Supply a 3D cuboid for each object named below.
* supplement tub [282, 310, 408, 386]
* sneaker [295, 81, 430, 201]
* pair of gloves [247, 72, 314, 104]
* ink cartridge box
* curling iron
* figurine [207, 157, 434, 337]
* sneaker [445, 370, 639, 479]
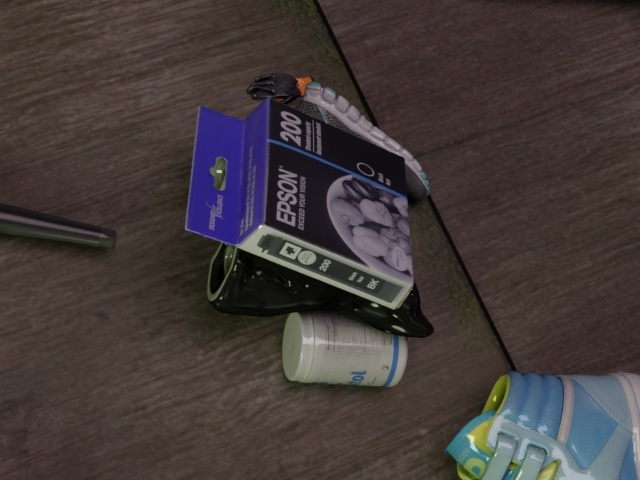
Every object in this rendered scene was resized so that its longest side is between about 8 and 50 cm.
[{"bbox_3d":[0.023,0.102,1.818,0.107,0.071,0.071,4,67,-17],"label":"supplement tub"},{"bbox_3d":[0.033,-0.084,1.915,0.166,0.065,0.076,38,88,-11],"label":"sneaker"},{"bbox_3d":[-0.033,-0.132,1.934,0.074,0.010,0.083,-8,70,-22],"label":"pair of gloves"},{"bbox_3d":[-0.017,-0.045,1.751,0.208,0.045,0.206,21,34,-15],"label":"ink cartridge box"},{"bbox_3d":[-0.325,-0.012,1.767,0.274,0.035,0.068,5,70,-16],"label":"curling iron"},{"bbox_3d":[0.000,0.000,1.820,0.209,0.092,0.215,15,36,-18],"label":"figurine"},{"bbox_3d":[0.219,0.262,1.786,0.208,0.127,0.319,9,54,-17],"label":"sneaker"}]
